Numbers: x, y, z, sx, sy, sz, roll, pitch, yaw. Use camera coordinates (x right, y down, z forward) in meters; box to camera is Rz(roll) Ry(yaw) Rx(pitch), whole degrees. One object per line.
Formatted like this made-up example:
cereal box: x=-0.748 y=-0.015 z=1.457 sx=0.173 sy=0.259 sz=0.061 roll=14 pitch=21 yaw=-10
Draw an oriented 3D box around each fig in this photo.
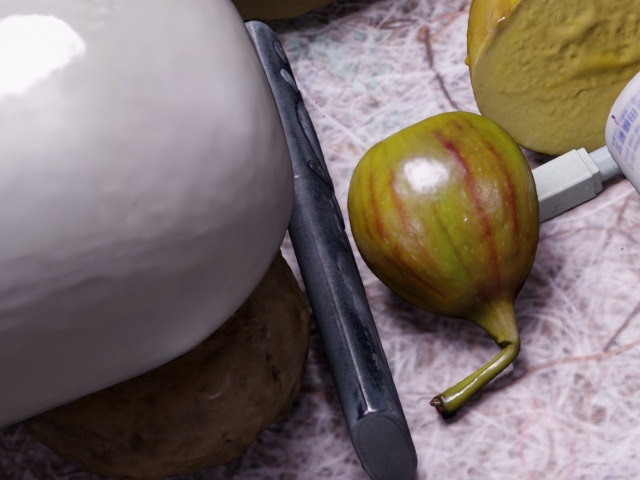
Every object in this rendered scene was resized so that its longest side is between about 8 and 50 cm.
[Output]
fig: x=0.100 y=-0.001 z=1.310 sx=0.148 sy=0.142 sz=0.186 roll=-27 pitch=68 yaw=-27

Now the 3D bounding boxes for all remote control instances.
remote control: x=0.000 y=0.000 z=1.356 sx=0.044 sy=0.107 sz=0.377 roll=-17 pitch=53 yaw=0

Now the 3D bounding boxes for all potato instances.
potato: x=0.192 y=-0.174 z=1.401 sx=0.203 sy=0.178 sz=0.158 roll=-29 pitch=40 yaw=2

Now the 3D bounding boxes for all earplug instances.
earplug: x=-0.220 y=-0.038 z=1.163 sx=0.394 sy=0.312 sz=0.312 roll=-20 pitch=53 yaw=-4

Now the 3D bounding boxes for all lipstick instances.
lipstick: x=0.208 y=-0.055 z=1.387 sx=0.129 sy=0.030 sz=0.030 roll=-26 pitch=53 yaw=-4

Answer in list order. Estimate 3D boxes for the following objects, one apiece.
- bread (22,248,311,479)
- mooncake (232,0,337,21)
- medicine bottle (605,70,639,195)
bread: x=-0.119 y=0.075 z=1.326 sx=0.230 sy=0.123 sz=0.230 roll=-5 pitch=58 yaw=9
mooncake: x=-0.069 y=-0.381 z=1.524 sx=0.394 sy=0.246 sz=0.393 roll=22 pitch=87 yaw=24
medicine bottle: x=0.332 y=0.013 z=1.244 sx=0.130 sy=0.130 sz=0.341 roll=-27 pitch=52 yaw=-5
